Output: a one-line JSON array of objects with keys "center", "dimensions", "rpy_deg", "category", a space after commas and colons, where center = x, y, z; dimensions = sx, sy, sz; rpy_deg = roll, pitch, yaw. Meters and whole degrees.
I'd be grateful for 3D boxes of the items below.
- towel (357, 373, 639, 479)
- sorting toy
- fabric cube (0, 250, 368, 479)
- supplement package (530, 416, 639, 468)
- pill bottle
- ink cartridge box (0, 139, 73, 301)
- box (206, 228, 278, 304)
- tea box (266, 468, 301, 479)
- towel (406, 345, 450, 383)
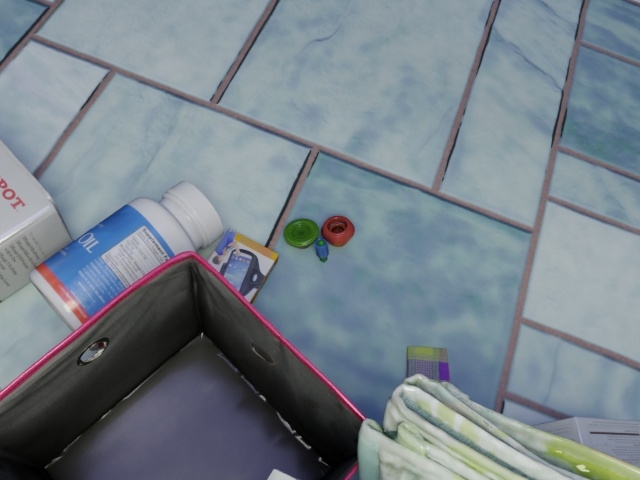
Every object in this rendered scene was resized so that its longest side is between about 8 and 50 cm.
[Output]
[{"center": [0.179, 0.305, 0.475], "dimensions": [0.320, 0.375, 0.090], "rpy_deg": [18, 38, 30], "category": "towel"}, {"center": [0.000, 0.000, 0.853], "dimensions": [0.101, 0.042, 0.061], "rpy_deg": [-8, 49, 1], "category": "sorting toy"}, {"center": [-0.135, 0.215, 0.599], "dimensions": [0.259, 0.258, 0.254], "rpy_deg": [43, 66, 13], "category": "fabric cube"}, {"center": [0.291, 0.330, 0.650], "dimensions": [0.139, 0.134, 0.244], "rpy_deg": [14, 58, -33], "category": "supplement package"}, {"center": [-0.235, 0.023, 0.754], "dimensions": [0.124, 0.124, 0.221], "rpy_deg": [43, 65, 13], "category": "pill bottle"}, {"center": [-0.500, 0.001, 0.721], "dimensions": [0.307, 0.129, 0.223], "rpy_deg": [-40, 75, -23], "category": "ink cartridge box"}, {"center": [-0.124, 0.058, 0.808], "dimensions": [0.081, 0.028, 0.136], "rpy_deg": [27, 61, 5], "category": "box"}, {"center": [0.077, 0.369, 0.351], "dimensions": [0.329, 0.324, 0.220], "rpy_deg": [13, 41, 30], "category": "tea box"}, {"center": [0.143, 0.183, 0.795], "dimensions": [0.060, 0.009, 0.083], "rpy_deg": [6, 62, -5], "category": "towel"}]
